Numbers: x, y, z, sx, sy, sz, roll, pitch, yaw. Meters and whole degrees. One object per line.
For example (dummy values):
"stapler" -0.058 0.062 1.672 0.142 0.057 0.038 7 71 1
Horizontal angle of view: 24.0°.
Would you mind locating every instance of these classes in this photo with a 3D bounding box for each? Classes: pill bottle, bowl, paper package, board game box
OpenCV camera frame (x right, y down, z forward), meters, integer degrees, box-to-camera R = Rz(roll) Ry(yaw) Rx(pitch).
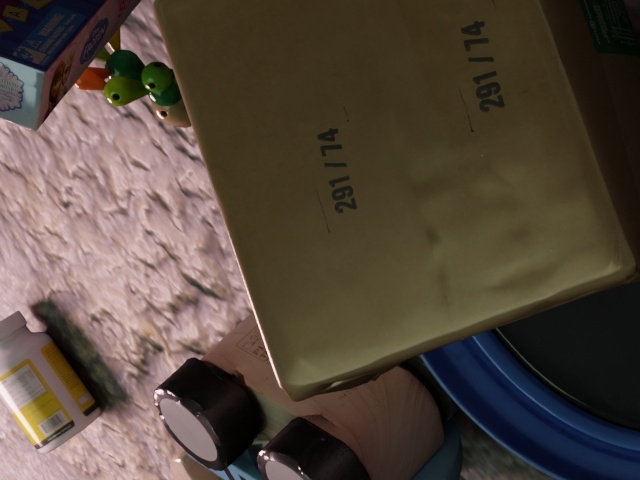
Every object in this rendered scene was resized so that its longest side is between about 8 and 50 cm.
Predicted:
"pill bottle" -0.391 0.191 2.062 0.184 0.103 0.103 56 145 -3
"bowl" 0.220 0.042 1.271 0.391 0.077 0.391 29 139 30
"paper package" 0.078 -0.084 1.096 0.309 0.168 0.325 -22 83 29
"board game box" -0.339 -0.248 1.362 0.318 0.318 0.066 19 125 3

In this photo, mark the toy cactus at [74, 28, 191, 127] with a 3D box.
"toy cactus" -0.150 -0.156 1.485 0.219 0.112 0.180 16 174 7

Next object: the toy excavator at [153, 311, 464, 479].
"toy excavator" -0.033 0.240 1.634 0.433 0.222 0.445 26 145 35
